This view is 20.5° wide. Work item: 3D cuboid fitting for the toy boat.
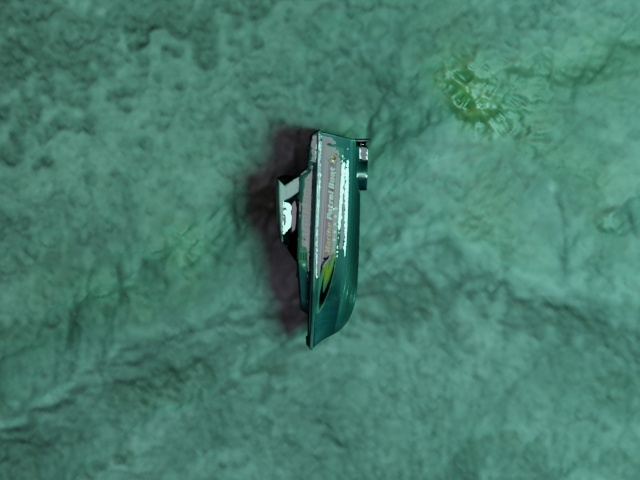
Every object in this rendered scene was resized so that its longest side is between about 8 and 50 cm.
[{"bbox_3d":[0.000,0.000,1.134,0.060,0.055,0.141,2,94,-1],"label":"toy boat"}]
